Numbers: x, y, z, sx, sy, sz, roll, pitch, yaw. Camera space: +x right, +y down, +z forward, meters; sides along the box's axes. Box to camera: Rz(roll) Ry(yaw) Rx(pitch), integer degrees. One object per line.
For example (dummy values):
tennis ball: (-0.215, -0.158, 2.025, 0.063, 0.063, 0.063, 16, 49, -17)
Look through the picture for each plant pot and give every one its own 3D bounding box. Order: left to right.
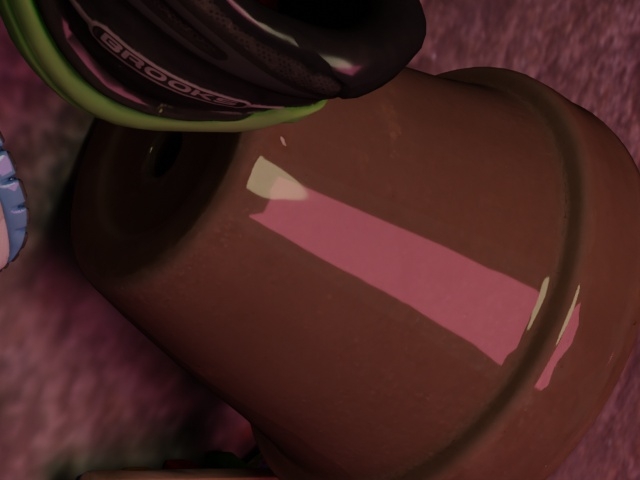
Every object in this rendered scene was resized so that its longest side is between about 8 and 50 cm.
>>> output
plant pot: (0.000, 0.000, 0.954, 0.229, 0.263, 0.263, 27, 86, -35)

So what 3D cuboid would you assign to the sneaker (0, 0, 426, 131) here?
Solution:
sneaker: (-0.050, -0.262, 0.665, 0.185, 0.202, 0.483, -45, 133, -40)

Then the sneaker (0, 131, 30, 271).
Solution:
sneaker: (-0.194, -0.054, 0.804, 0.083, 0.071, 0.190, -38, 127, -25)

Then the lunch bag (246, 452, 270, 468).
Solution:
lunch bag: (0.028, 0.174, 1.173, 0.129, 0.096, 0.151, -41, 127, -32)

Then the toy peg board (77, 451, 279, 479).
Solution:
toy peg board: (-0.096, 0.197, 1.061, 0.160, 0.079, 0.161, 4, 105, -36)
